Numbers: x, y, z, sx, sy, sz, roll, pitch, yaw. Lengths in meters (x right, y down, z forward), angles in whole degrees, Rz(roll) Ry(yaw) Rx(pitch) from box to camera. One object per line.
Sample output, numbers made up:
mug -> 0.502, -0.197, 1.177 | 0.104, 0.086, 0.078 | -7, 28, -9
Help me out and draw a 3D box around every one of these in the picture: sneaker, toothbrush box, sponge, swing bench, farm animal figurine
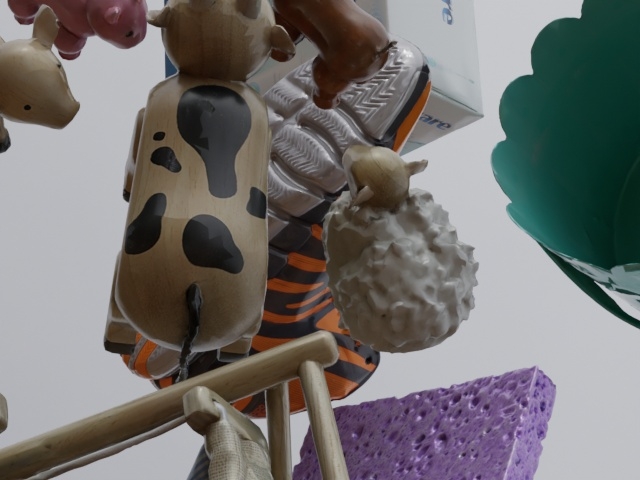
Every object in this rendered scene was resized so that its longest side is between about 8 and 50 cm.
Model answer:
sneaker -> 0.000, 0.000, 1.407 | 0.180, 0.321, 0.124 | 33, 13, -40
toothbrush box -> -0.004, -0.172, 1.696 | 0.295, 0.216, 0.126 | -22, -30, 40
sponge -> 0.066, 0.158, 1.328 | 0.210, 0.117, 0.031 | -17, -54, 38
swing bench -> -0.093, 0.204, 0.890 | 0.254, 0.253, 0.165 | -9, -42, -6
farm animal figurine -> -0.094, -0.074, 1.071 | 0.172, 0.330, 0.327 | 110, -32, -64

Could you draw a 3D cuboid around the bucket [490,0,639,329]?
bucket -> 0.293, -0.061, 1.423 | 0.281, 0.281, 0.183 | 1, -23, 38
